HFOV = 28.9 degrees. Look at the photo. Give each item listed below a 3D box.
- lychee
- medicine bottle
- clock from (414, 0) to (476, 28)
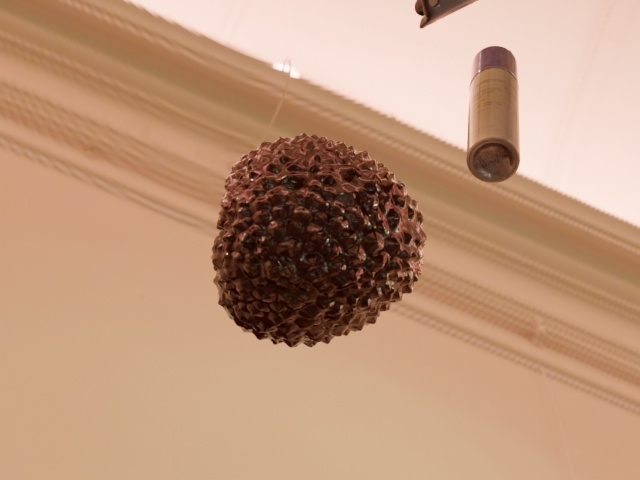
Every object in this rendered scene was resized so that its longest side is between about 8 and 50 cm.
[{"bbox_3d":[0.000,0.000,1.471,0.267,0.267,0.268,1,-68,2],"label":"lychee"},{"bbox_3d":[0.198,-0.149,1.419,0.059,0.231,0.059,4,-56,6],"label":"medicine bottle"},{"bbox_3d":[0.107,-0.311,0.976,0.186,0.083,0.253,-29,-85,-14],"label":"clock"}]
